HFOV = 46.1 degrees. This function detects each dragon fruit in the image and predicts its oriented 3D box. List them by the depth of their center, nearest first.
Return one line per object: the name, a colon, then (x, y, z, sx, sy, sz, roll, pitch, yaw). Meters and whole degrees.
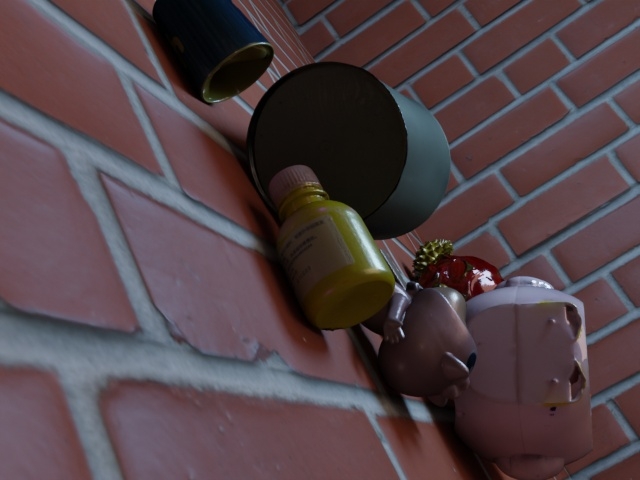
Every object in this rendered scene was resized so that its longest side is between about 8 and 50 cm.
dragon fruit: (0.308, 0.152, 1.638, 0.252, 0.241, 0.241, 63, 12, 11)

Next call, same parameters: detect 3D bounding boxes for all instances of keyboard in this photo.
keyboard: (0.189, 0.094, 1.825, 0.166, 0.017, 0.055, 59, 15, 12)

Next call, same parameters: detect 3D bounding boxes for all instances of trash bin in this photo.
trash bin: (0.063, -0.137, 1.273, 0.280, 0.280, 0.432, 58, 14, 8)

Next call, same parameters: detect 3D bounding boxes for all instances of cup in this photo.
cup: (-0.169, -0.300, 1.147, 0.155, 0.131, 0.176, 55, -19, 8)

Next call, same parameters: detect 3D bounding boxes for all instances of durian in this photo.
durian: (0.328, 0.115, 2.093, 0.138, 0.183, 0.249, 7, 42, -26)

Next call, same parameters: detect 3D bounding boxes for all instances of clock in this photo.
clock: (0.372, 0.265, 1.406, 0.376, 0.251, 0.368, 53, 37, -57)

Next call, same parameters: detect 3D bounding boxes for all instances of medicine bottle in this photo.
medicine bottle: (0.000, 0.000, 0.975, 0.122, 0.122, 0.212, 40, 19, -57)

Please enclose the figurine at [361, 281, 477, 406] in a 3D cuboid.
figurine: (0.130, 0.107, 1.138, 0.287, 0.186, 0.176, 44, -22, 28)
